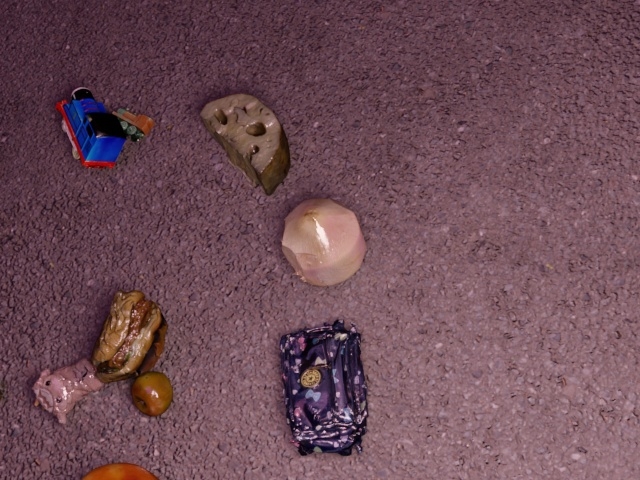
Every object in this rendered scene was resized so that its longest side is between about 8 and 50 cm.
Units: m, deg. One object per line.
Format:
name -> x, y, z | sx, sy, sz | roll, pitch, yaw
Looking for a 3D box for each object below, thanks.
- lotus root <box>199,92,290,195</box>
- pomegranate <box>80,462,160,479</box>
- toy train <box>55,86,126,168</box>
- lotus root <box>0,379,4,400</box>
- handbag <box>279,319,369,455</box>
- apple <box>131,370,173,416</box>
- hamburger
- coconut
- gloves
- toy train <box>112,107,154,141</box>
lotus root -> -0.146, -0.215, 2.008 | 0.138, 0.119, 0.235 | -38, 61, -2
pomegranate -> -0.359, 0.510, 1.710 | 0.209, 0.209, 0.209 | -6, 66, 13
toy train -> -0.525, -0.260, 2.130 | 0.131, 0.083, 0.204 | -54, 53, 36
lotus root -> -0.741, 0.341, 1.956 | 0.165, 0.088, 0.088 | -19, 63, -4
handbag -> 0.009, 0.272, 1.754 | 0.162, 0.113, 0.260 | -8, 57, 5
apple -> -0.331, 0.304, 1.848 | 0.074, 0.089, 0.089 | -21, 58, -30
hamburger -> -0.380, 0.199, 1.861 | 0.130, 0.206, 0.183 | 25, 70, -9
coconut -> 0.000, 0.000, 1.835 | 0.171, 0.183, 0.171 | -8, 62, 15
gloves -> -0.517, 0.297, 1.906 | 0.110, 0.094, 0.144 | 38, 73, 15
toy train -> -0.441, -0.271, 2.159 | 0.103, 0.044, 0.064 | 27, 73, 22
